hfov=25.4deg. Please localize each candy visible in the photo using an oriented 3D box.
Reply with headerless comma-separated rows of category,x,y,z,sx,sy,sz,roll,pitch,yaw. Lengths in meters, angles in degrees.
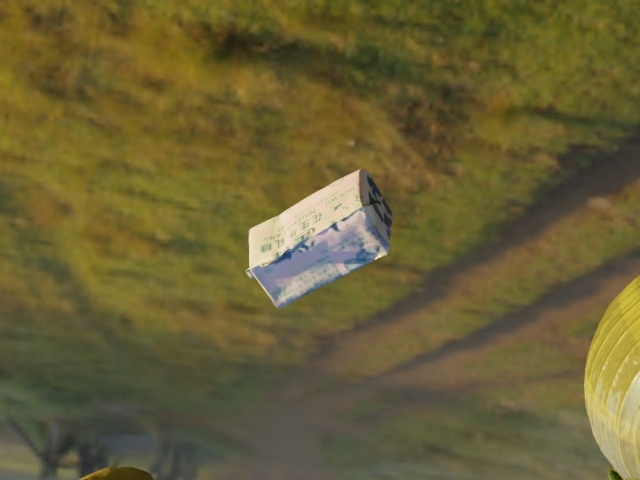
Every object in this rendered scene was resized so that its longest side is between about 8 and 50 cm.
candy,0.000,0.000,1.566,0.160,0.092,0.073,-28,117,16

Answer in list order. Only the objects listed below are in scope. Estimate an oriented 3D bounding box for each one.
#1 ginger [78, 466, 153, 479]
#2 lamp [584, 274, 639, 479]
ginger,-0.064,0.216,0.557,0.065,0.298,0.118,-31,142,10
lamp,0.344,0.114,1.204,0.250,0.250,0.284,5,-156,3
